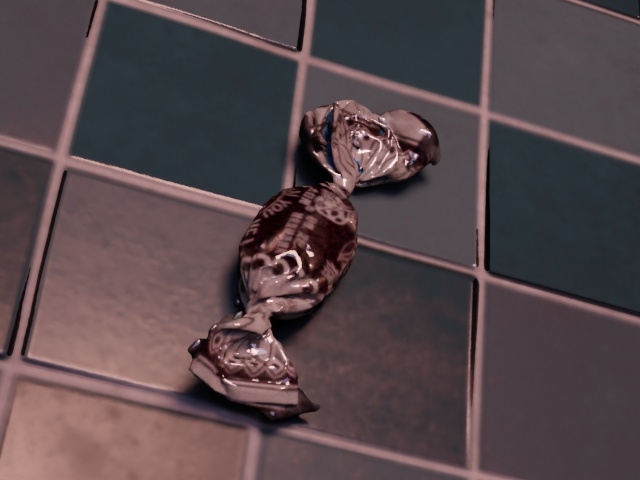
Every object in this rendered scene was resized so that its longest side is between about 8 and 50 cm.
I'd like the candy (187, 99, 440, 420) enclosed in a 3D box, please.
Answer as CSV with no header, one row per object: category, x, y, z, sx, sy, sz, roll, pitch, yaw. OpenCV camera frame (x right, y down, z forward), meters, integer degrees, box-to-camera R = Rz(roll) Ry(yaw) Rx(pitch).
candy,0.000,0.000,0.680,0.094,0.051,0.226,34,54,-3
